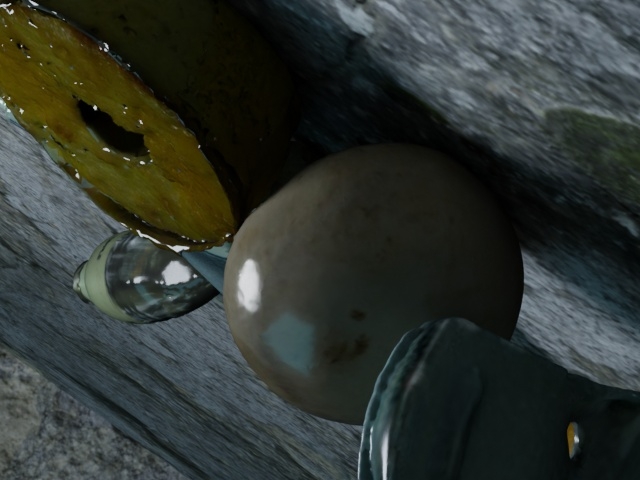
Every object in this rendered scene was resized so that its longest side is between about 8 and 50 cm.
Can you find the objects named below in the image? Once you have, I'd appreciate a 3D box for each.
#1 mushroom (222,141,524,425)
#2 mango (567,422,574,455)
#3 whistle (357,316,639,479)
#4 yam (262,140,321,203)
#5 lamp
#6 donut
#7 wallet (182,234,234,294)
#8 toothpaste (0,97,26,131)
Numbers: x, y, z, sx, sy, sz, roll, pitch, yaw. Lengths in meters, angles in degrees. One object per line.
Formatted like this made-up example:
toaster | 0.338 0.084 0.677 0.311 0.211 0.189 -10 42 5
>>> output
mushroom | 0.032 0.016 1.256 0.204 0.204 0.204 32 165 10
mango | 0.273 0.220 1.454 0.262 0.109 0.157 23 165 43
whistle | 0.208 0.181 1.213 0.405 0.168 0.188 21 164 -6
yam | 0.000 0.000 1.471 0.061 0.061 0.253 28 164 24
lamp | -0.170 0.034 1.875 0.101 0.101 0.250 43 151 -26
donut | -0.124 -0.105 1.293 0.272 0.107 0.272 35 157 17
wallet | 0.003 0.089 1.729 0.379 0.046 0.191 43 165 -34
toothpaste | -0.221 -0.088 1.722 0.204 0.031 0.049 31 159 5
